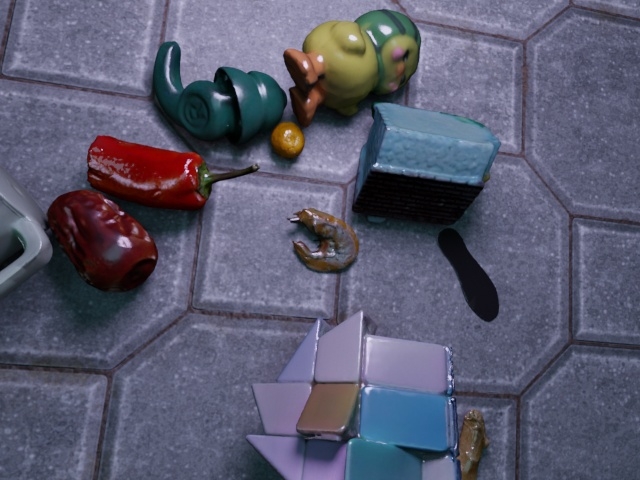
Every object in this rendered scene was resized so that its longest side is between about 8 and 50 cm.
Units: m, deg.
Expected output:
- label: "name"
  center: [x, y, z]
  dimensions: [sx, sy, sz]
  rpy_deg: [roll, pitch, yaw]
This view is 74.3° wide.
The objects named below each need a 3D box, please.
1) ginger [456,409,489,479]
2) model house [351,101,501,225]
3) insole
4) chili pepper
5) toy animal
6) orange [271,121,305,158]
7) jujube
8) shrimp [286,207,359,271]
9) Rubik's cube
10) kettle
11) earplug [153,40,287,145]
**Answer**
- label: "ginger"
  center: [0.293, 0.519, 0.946]
  dimensions: [0.131, 0.086, 0.295]
  rpy_deg: [30, 71, 5]
- label: "model house"
  center: [0.228, -0.153, 0.979]
  dimensions: [0.280, 0.230, 0.249]
  rpy_deg: [9, 122, -5]
- label: "insole"
  center: [0.369, 0.082, 1.049]
  dimensions: [0.086, 0.005, 0.253]
  rpy_deg: [-29, 89, -13]
- label: "chili pepper"
  center: [-0.301, -0.126, 0.897]
  dimensions: [0.338, 0.134, 0.131]
  rpy_deg: [11, 94, -4]
- label: "toy animal"
  center: [0.069, -0.415, 0.972]
  dimensions: [0.338, 0.216, 0.191]
  rpy_deg: [-26, 61, -14]
- label: "orange"
  center: [-0.076, -0.233, 0.982]
  dimensions: [0.083, 0.070, 0.083]
  rpy_deg: [-4, 99, -28]
- label: "jujube"
  center: [-0.440, -0.003, 0.854]
  dimensions: [0.155, 0.155, 0.230]
  rpy_deg: [-39, 85, -12]
- label: "shrimp"
  center: [0.001, -0.001, 0.975]
  dimensions: [0.187, 0.051, 0.133]
  rpy_deg: [32, 79, -7]
- label: "Rubik's cube"
  center: [0.082, 0.344, 0.809]
  dimensions: [0.367, 0.358, 0.387]
  rpy_deg: [-9, 53, 24]
- label: "kettle"
  center: [-0.691, 0.012, 0.765]
  dimensions: [0.318, 0.265, 0.205]
  rpy_deg: [-40, 131, -15]
- label: "earplug"
  center: [-0.218, -0.322, 0.952]
  dimensions: [0.280, 0.164, 0.257]
  rpy_deg: [-10, 48, -22]
